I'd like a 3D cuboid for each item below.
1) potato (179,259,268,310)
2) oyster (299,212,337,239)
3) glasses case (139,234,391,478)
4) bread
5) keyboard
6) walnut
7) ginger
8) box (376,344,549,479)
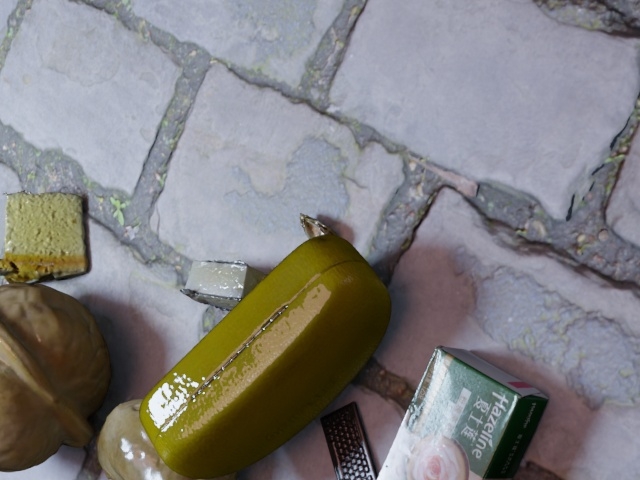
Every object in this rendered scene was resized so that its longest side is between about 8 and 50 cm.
[{"bbox_3d":[-0.130,0.065,1.843,0.122,0.086,0.061,5,72,40],"label":"potato"},{"bbox_3d":[0.001,-0.002,1.783,0.051,0.034,0.093,-30,76,47],"label":"oyster"},{"bbox_3d":[-0.059,0.167,1.701,0.371,0.173,0.141,-44,61,11],"label":"glasses case"},{"bbox_3d":[-0.444,0.002,2.106,0.152,0.127,0.147,-2,77,4],"label":"bread"},{"bbox_3d":[0.050,0.315,1.703,0.067,0.011,0.202,-30,65,31],"label":"keyboard"},{"bbox_3d":[-0.452,0.208,1.952,0.285,0.285,0.296,28,63,37],"label":"walnut"},{"bbox_3d":[-0.215,0.307,1.832,0.267,0.138,0.152,22,138,43],"label":"ginger"},{"bbox_3d":[0.170,0.244,1.582,0.135,0.081,0.199,29,102,37],"label":"box"}]
